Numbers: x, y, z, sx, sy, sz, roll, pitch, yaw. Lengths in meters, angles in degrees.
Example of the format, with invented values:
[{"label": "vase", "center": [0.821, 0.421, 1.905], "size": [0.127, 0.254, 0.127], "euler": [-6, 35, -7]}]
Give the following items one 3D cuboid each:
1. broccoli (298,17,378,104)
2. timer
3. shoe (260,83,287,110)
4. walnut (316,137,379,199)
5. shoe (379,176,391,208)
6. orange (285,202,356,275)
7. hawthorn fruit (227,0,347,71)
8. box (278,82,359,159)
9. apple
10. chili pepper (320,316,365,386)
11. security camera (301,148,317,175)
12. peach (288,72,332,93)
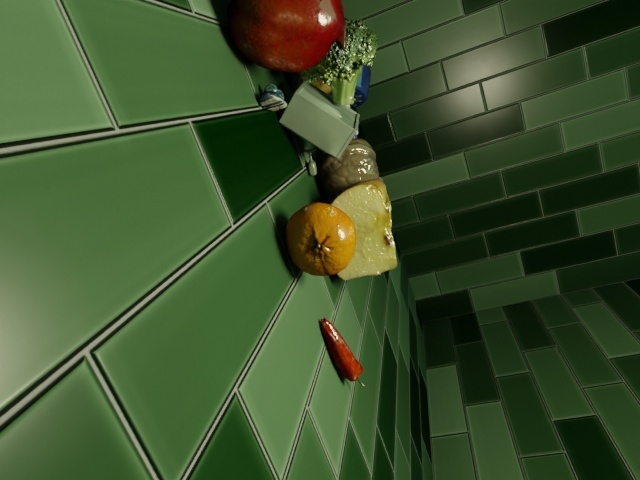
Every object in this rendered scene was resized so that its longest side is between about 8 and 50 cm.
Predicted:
[{"label": "broccoli", "center": [0.051, -0.579, 1.401], "size": [0.235, 0.260, 0.288], "euler": [41, 49, 7]}, {"label": "timer", "center": [0.085, -0.556, 1.905], "size": [0.270, 0.271, 0.383], "euler": [25, 63, -70]}, {"label": "shoe", "center": [-0.138, -0.415, 1.279], "size": [0.143, 0.064, 0.071], "euler": [-52, 126, -74]}, {"label": "walnut", "center": [0.099, -0.260, 1.651], "size": [0.248, 0.249, 0.248], "euler": [-15, 90, -74]}, {"label": "shoe", "center": [0.217, -0.134, 1.983], "size": [0.172, 0.198, 0.350], "euler": [41, 36, -61]}, {"label": "orange", "center": [0.000, 0.000, 1.132], "size": [0.161, 0.193, 0.193], "euler": [-62, 135, -62]}, {"label": "hawthorn fruit", "center": [-0.095, -0.593, 1.159], "size": [0.295, 0.312, 0.294], "euler": [6, 90, -69]}, {"label": "box", "center": [0.001, -0.403, 1.468], "size": [0.225, 0.117, 0.225], "euler": [30, 28, -9]}, {"label": "apple", "center": [0.142, -0.041, 1.506], "size": [0.314, 0.252, 0.308], "euler": [-19, 97, -49]}, {"label": "chili pepper", "center": [0.066, 0.333, 1.274], "size": [0.063, 0.071, 0.272], "euler": [-42, 117, -28]}, {"label": "security camera", "center": [-0.033, -0.272, 1.548], "size": [0.058, 0.058, 0.092], "euler": [-54, 138, -70]}, {"label": "peach", "center": [-0.007, -0.638, 1.639], "size": [0.214, 0.236, 0.214], "euler": [-6, 90, -70]}]
